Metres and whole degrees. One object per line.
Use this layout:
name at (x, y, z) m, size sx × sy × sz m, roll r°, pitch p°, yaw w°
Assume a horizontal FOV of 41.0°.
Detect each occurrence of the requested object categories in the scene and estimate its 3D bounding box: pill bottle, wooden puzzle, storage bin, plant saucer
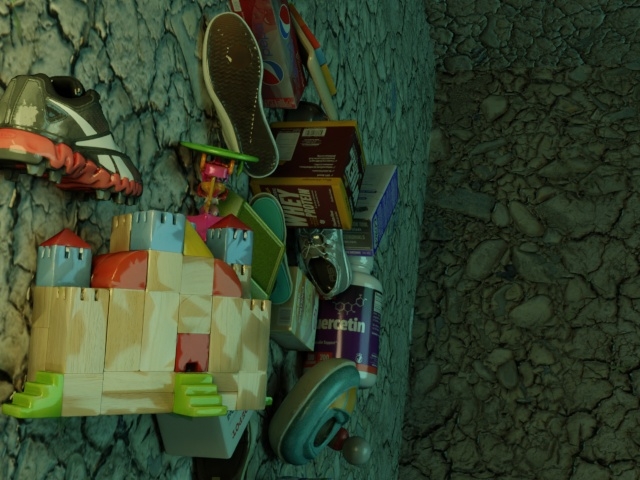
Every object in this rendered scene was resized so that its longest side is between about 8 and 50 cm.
pill bottle at (0.057, 0.194, 2.087) m, size 0.181 × 0.181 × 0.323 m, roll 44°, pitch 48°, yaw -69°
wooden puzzle at (-0.024, -0.408, 1.858) m, size 0.221 × 0.044 × 0.239 m, roll 63°, pitch 3°, yaw -59°
storage bin at (-0.030, -0.247, 1.938) m, size 0.135 × 0.098 × 0.091 m, roll 44°, pitch 59°, yaw -69°
plant saucer at (-0.131, 0.019, 1.530) m, size 0.188 × 0.045 × 0.188 m, roll 50°, pitch 37°, yaw -29°

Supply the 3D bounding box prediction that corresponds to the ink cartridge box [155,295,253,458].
ink cartridge box at (-0.184, 0.174, 1.354) m, size 0.201 × 0.117 × 0.278 m, roll -62°, pitch 148°, yaw -58°

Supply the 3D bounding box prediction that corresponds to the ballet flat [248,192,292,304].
ballet flat at (-0.107, 0.010, 1.718) m, size 0.086 × 0.086 × 0.249 m, roll -59°, pitch 148°, yaw -60°

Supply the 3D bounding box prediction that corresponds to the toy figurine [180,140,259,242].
toy figurine at (-0.184, -0.075, 1.421) m, size 0.173 × 0.130 × 0.159 m, roll -135°, pitch -123°, yaw -78°

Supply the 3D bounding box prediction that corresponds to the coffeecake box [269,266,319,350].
coffeecake box at (-0.062, 0.153, 1.874) m, size 0.185 × 0.068 × 0.143 m, roll 55°, pitch 38°, yaw -65°

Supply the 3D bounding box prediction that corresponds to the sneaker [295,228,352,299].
sneaker at (0.000, 0.000, 1.924) m, size 0.281 × 0.105 × 0.115 m, roll 67°, pitch 20°, yaw -13°

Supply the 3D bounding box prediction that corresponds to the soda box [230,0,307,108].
soda box at (-0.099, -0.390, 1.685) m, size 0.263 × 0.083 × 0.092 m, roll 76°, pitch 22°, yaw -43°

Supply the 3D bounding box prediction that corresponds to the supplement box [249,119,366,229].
supplement box at (-0.021, -0.137, 1.778) m, size 0.129 × 0.191 × 0.194 m, roll 73°, pitch 24°, yaw -46°

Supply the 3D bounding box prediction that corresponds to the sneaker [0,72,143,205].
sneaker at (-0.287, -0.118, 1.014) m, size 0.276 × 0.097 × 0.135 m, roll 28°, pitch 66°, yaw -71°

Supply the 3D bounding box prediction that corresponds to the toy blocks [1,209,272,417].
toy blocks at (-0.203, 0.080, 1.074) m, size 0.381 × 0.190 × 0.261 m, roll 7°, pitch 83°, yaw -42°

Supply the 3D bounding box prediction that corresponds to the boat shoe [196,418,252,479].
boat shoe at (-0.170, 0.396, 1.499) m, size 0.095 × 0.095 × 0.258 m, roll 63°, pitch 35°, yaw -85°

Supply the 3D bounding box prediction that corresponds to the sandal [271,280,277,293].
sandal at (-0.153, 0.084, 1.584) m, size 0.219 × 0.060 × 0.090 m, roll -37°, pitch 121°, yaw -52°

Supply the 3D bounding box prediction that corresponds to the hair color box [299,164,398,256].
hair color box at (0.075, -0.082, 2.128) m, size 0.339 × 0.185 × 0.110 m, roll -58°, pitch 147°, yaw -60°

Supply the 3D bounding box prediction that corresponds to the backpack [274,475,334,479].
backpack at (-0.039, 0.656, 1.724) m, size 0.290 × 0.273 × 0.356 m, roll 60°, pitch 21°, yaw -49°

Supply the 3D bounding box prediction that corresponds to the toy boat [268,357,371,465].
toy boat at (0.022, 0.408, 1.911) m, size 0.267 × 0.148 × 0.318 m, roll -52°, pitch 150°, yaw -16°

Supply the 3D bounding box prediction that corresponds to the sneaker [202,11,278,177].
sneaker at (-0.155, -0.256, 1.531) m, size 0.123 × 0.105 × 0.290 m, roll -154°, pitch -129°, yaw -70°
